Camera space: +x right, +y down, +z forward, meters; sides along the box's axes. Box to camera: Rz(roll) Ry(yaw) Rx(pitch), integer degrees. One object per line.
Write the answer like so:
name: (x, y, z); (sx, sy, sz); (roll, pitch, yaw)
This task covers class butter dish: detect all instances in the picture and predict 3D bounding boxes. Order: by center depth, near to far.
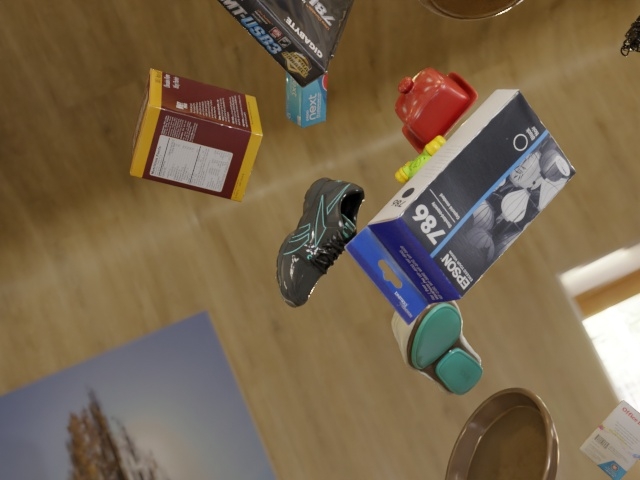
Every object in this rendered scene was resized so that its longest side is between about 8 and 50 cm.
butter dish: (0.196, -0.266, 2.039); (0.118, 0.160, 0.160); (36, -76, -26)

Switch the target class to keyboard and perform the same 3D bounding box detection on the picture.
keyboard: (0.494, -0.327, 1.622); (0.100, 0.038, 0.192); (-57, 6, 9)

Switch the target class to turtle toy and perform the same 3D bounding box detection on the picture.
turtle toy: (0.188, -0.125, 1.825); (0.095, 0.066, 0.130); (-42, -1, 24)

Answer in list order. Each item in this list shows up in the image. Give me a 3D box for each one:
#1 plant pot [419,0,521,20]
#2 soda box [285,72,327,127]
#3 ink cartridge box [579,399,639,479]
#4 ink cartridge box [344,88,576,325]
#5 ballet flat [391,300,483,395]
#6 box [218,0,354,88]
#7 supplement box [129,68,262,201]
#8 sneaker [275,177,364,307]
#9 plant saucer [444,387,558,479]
plant pot: (0.267, -0.453, 1.814); (0.236, 0.032, 0.236); (-3, -34, -2)
soda box: (-0.031, -0.365, 2.398); (0.071, 0.067, 0.210); (-20, -51, -31)
ink cartridge box: (0.542, 0.361, 1.940); (0.122, 0.088, 0.052); (-49, -16, 4)
ink cartridge box: (0.202, -0.044, 1.508); (0.333, 0.165, 0.065); (-46, 24, -13)
ballet flat: (0.199, 0.179, 1.998); (0.139, 0.139, 0.400); (-26, -31, 7)
box: (-0.074, -0.468, 1.920); (0.073, 0.293, 0.295); (-29, -61, 35)
supplement box: (-0.215, -0.183, 1.840); (0.194, 0.191, 0.129); (14, -66, -14)
sneaker: (0.000, 0.000, 1.987); (0.106, 0.267, 0.101); (5, -24, 36)
plant saucer: (0.296, 0.376, 1.749); (0.041, 0.278, 0.278); (25, -40, -21)
